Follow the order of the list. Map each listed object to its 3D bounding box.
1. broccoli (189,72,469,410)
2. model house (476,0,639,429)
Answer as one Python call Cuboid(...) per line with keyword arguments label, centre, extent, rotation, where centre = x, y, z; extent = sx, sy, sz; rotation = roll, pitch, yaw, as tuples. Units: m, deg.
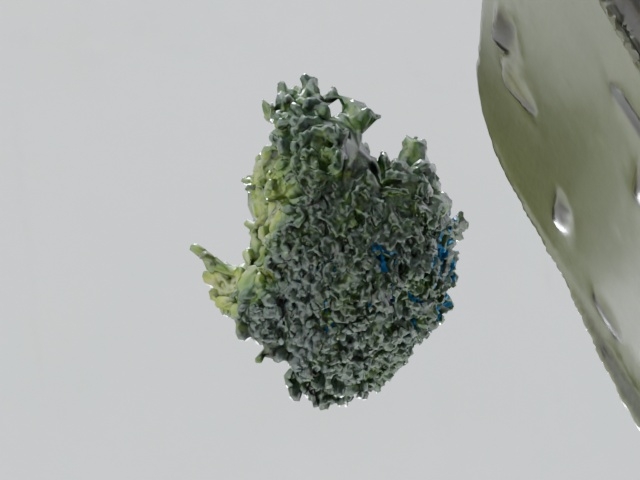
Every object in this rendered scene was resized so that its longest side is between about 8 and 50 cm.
Cuboid(label="broccoli", centre=(0.000, 0.000, 1.043), extent=(0.154, 0.160, 0.167), rotation=(-50, -60, -8))
Cuboid(label="model house", centre=(0.222, -0.076, 0.749), extent=(0.278, 0.218, 0.205), rotation=(-23, -114, -8))
